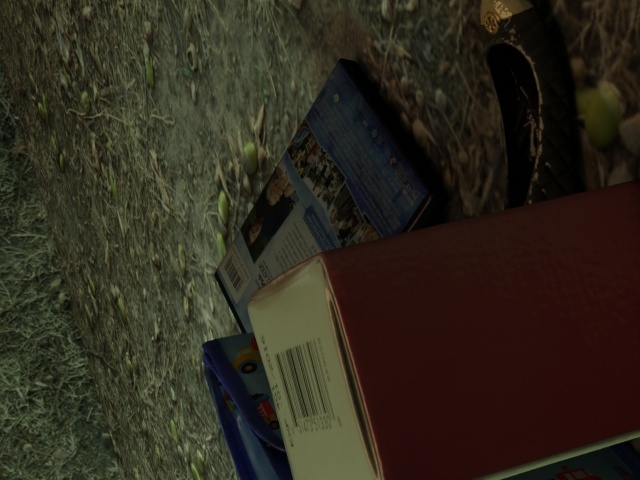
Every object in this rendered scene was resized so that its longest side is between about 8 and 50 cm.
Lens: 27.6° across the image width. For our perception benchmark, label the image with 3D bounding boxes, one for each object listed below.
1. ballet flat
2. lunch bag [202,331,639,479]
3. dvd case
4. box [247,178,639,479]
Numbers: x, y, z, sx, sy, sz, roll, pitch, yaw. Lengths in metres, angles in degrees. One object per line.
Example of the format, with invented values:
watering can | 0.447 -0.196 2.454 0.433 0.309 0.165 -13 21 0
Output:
ballet flat | 0.125 -0.076 0.809 0.057 0.049 0.173 174 83 -69
lunch bag | 0.064 0.145 0.863 0.138 0.221 0.293 97 152 -43
dvd case | 0.000 0.000 1.092 0.253 0.022 0.180 -58 44 29
box | 0.098 0.053 0.693 0.148 0.232 0.127 147 109 -69
